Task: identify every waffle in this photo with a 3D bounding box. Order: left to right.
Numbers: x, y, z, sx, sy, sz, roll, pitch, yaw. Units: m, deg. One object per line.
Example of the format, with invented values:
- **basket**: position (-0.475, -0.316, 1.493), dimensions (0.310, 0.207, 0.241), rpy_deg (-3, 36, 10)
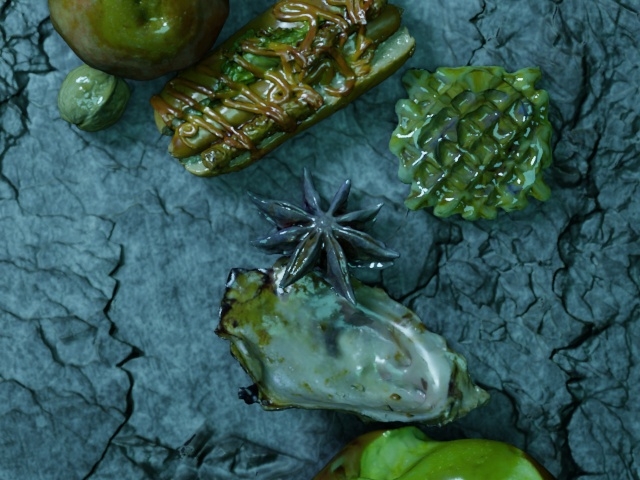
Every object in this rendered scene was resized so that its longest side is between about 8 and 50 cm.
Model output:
- **waffle**: position (0.200, -0.127, 1.437), dimensions (0.223, 0.054, 0.204), rpy_deg (-2, 97, -7)

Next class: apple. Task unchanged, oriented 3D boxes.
- **apple**: position (0.121, 0.395, 1.337), dimensions (0.374, 0.374, 0.384), rpy_deg (27, 101, -9)

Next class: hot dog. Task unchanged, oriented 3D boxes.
- **hot dog**: position (-0.047, -0.210, 1.367), dimensions (0.349, 0.117, 0.158), rpy_deg (-32, 98, -2)

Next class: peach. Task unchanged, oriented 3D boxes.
- **peach**: position (-0.222, -0.307, 1.275), dimensions (0.214, 0.235, 0.214), rpy_deg (-6, 55, 9)

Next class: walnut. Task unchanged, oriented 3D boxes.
- **walnut**: position (-0.282, -0.178, 1.362), dimensions (0.092, 0.092, 0.092), rpy_deg (-1, 96, -7)

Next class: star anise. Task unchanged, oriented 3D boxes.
- **star anise**: position (0.000, 0.000, 1.407), dimensions (0.204, 0.061, 0.180), rpy_deg (7, 62, -5)

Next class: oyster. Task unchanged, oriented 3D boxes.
- **oyster**: position (0.040, 0.139, 1.411), dimensions (0.361, 0.096, 0.221), rpy_deg (9, 60, -12)
